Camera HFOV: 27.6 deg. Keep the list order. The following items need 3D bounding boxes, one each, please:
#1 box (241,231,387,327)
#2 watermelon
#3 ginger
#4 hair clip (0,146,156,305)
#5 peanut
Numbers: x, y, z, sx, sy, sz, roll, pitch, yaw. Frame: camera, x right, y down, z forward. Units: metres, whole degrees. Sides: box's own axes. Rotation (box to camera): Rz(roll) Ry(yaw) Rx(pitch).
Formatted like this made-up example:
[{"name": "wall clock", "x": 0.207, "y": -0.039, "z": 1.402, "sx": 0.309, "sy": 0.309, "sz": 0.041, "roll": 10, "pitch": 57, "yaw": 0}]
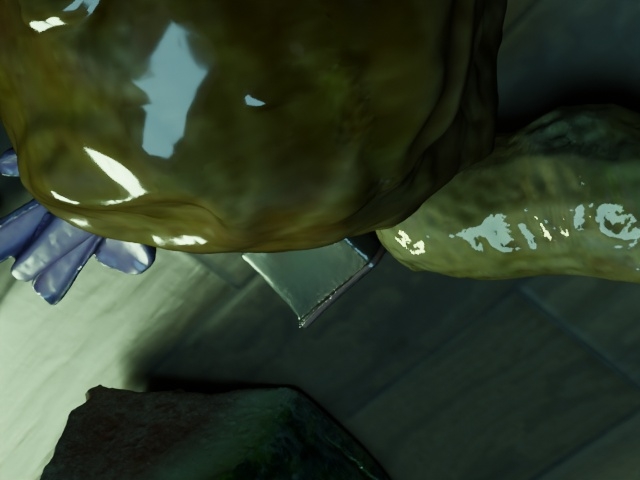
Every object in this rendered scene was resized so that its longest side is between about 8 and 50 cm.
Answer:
[{"name": "box", "x": 0.000, "y": 0.000, "z": 0.790, "sx": 0.063, "sy": 0.060, "sz": 0.085, "roll": 40, "pitch": 133, "yaw": -6}, {"name": "watermelon", "x": -0.088, "y": 0.223, "z": 0.941, "sx": 0.310, "sy": 0.232, "sz": 0.193, "roll": -23, "pitch": 126, "yaw": -16}, {"name": "ginger", "x": -0.029, "y": -0.094, "z": 0.564, "sx": 0.223, "sy": 0.269, "sz": 0.200, "roll": 1, "pitch": 90, "yaw": 8}, {"name": "hair clip", "x": -0.107, "y": -0.042, "z": 0.789, "sx": 0.137, "sy": 0.090, "sz": 0.278, "roll": 35, "pitch": 142, "yaw": -24}, {"name": "peanut", "x": 0.126, "y": -0.021, "z": 0.698, "sx": 0.214, "sy": 0.099, "sz": 0.099, "roll": -6, "pitch": 125, "yaw": 33}]
